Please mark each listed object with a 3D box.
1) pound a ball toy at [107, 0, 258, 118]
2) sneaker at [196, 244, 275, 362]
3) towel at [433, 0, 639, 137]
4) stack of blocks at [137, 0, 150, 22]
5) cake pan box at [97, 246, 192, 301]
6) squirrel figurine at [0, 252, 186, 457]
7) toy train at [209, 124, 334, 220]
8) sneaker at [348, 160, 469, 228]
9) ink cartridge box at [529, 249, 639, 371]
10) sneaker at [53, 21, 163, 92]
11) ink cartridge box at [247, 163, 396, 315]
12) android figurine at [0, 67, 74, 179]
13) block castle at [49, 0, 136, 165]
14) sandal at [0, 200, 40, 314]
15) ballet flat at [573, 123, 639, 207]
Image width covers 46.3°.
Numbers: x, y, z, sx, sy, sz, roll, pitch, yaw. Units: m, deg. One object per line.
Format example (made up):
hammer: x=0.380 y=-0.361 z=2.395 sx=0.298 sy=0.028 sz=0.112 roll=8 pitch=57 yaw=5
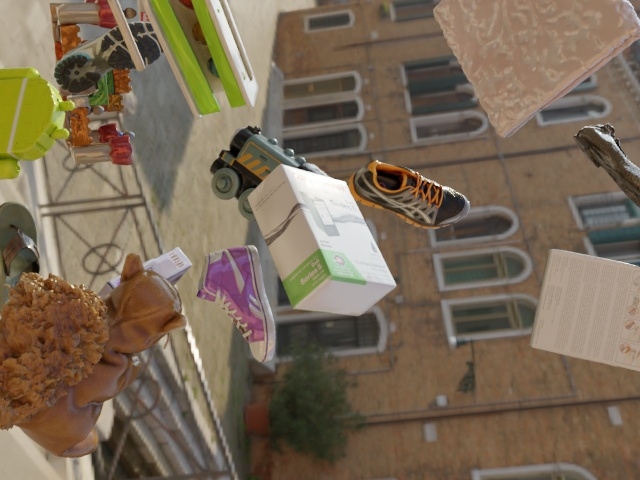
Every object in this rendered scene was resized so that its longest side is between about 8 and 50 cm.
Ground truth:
pound a ball toy: x=-0.265 y=-0.394 z=1.430 sx=0.135 sy=0.208 sz=0.319 roll=-86 pitch=161 yaw=-45
sneaker: x=-0.206 y=0.158 z=1.752 sx=0.102 sy=0.161 sz=0.282 roll=-40 pitch=-118 yaw=60
towel: x=0.382 y=-0.403 z=1.368 sx=0.317 sy=0.053 sz=0.331 roll=-41 pitch=-119 yaw=41
stack of blocks: x=-0.422 y=-0.711 z=2.069 sx=0.087 sy=0.171 sz=0.297 roll=117 pitch=-35 yaw=-60
cake pan box: x=-0.466 y=0.144 z=1.815 sx=0.070 sy=0.246 sz=0.267 roll=47 pitch=32 yaw=7
squirrel figurine: x=-0.443 y=0.198 z=1.421 sx=0.281 sy=0.370 sz=0.397 roll=55 pitch=0 yaw=16
toy train: x=-0.109 y=-0.130 z=1.767 sx=0.190 sy=0.334 sz=0.142 roll=-57 pitch=159 yaw=12
sneaker: x=0.158 y=-0.081 z=1.289 sx=0.083 sy=0.215 sz=0.084 roll=121 pitch=-20 yaw=-64
ink cartridge box: x=0.516 y=0.130 z=1.364 sx=0.066 sy=0.232 sz=0.189 roll=12 pitch=90 yaw=-78
sneaker: x=-0.496 y=-0.457 z=1.774 sx=0.122 sy=0.283 sz=0.110 roll=-107 pitch=176 yaw=-54
ink cartridge box: x=0.000 y=0.000 z=1.467 sx=0.198 sy=0.115 sz=0.272 roll=11 pitch=45 yaw=-46
android figurine: x=-0.622 y=-0.239 z=1.497 sx=0.056 sy=0.273 sz=0.248 roll=59 pitch=31 yaw=-67
block castle: x=-0.624 y=-0.452 z=2.121 sx=0.303 sy=0.213 sz=0.453 roll=-145 pitch=-130 yaw=-60
sandal: x=-0.739 y=0.051 z=1.857 sx=0.120 sy=0.086 sz=0.302 roll=0 pitch=81 yaw=-51
ballet flat: x=0.459 y=-0.109 z=1.114 sx=0.084 sy=0.058 sz=0.250 roll=45 pitch=14 yaw=-32
